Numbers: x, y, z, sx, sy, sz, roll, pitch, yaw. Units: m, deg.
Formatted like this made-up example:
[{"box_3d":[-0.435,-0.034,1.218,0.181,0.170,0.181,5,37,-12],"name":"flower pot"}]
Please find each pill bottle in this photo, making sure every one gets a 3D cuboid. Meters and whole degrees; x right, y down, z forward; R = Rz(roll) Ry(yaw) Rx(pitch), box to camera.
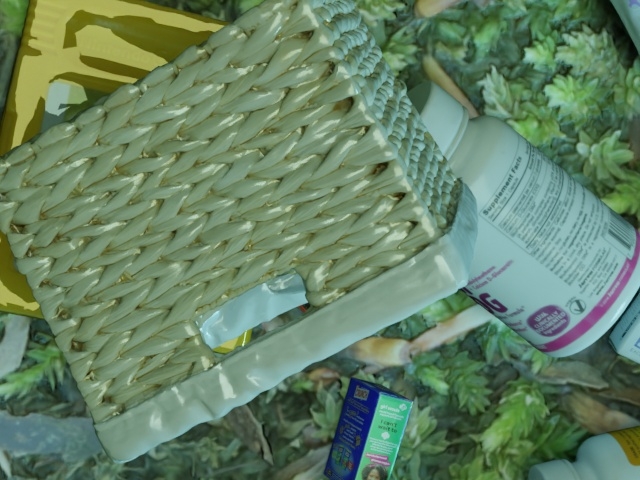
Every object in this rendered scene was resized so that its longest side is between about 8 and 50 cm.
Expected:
[{"box_3d":[0.351,0.263,1.572,0.245,0.136,0.136,-10,97,-9],"name":"pill bottle"},{"box_3d":[0.175,-0.023,1.495,0.283,0.160,0.160,37,85,-13],"name":"pill bottle"}]

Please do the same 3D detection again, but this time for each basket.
[{"box_3d":[-0.067,-0.033,1.257,0.328,0.331,0.266,-28,98,12],"name":"basket"}]

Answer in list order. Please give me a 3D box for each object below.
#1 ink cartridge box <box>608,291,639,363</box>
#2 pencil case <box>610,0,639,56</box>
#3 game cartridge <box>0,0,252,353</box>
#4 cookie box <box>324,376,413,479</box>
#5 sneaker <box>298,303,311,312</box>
[{"box_3d":[0.462,0.071,1.601,0.223,0.045,0.224,26,107,-15],"name":"ink cartridge box"},{"box_3d":[0.339,-0.281,1.543,0.124,0.113,0.273,-39,102,2],"name":"pencil case"},{"box_3d":[-0.175,-0.069,1.458,0.285,0.052,0.324,12,92,-15],"name":"game cartridge"},{"box_3d":[0.048,0.201,1.515,0.040,0.092,0.107,16,90,-18],"name":"cookie box"},{"box_3d":[0.000,0.000,1.500,0.061,0.065,0.158,-10,97,-14],"name":"sneaker"}]
